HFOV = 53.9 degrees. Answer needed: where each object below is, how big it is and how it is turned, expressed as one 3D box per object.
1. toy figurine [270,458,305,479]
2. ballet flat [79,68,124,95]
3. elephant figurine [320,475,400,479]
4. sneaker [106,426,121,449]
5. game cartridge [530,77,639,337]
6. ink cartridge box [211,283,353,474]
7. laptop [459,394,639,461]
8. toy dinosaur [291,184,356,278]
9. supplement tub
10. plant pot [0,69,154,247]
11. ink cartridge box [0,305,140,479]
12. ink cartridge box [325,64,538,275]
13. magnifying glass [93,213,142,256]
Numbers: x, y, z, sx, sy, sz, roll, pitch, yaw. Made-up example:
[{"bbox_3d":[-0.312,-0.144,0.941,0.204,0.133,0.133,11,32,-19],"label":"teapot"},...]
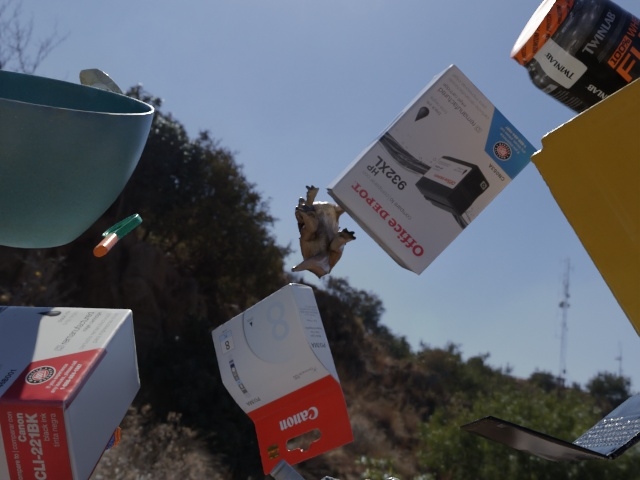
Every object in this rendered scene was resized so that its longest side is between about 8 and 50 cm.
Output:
[{"bbox_3d":[-0.091,0.531,1.143,0.148,0.213,0.209,44,28,5],"label":"toy figurine"},{"bbox_3d":[-0.373,-0.239,1.135,0.168,0.057,0.052,53,7,-18],"label":"ballet flat"},{"bbox_3d":[0.045,0.482,1.053,0.239,0.186,0.169,11,-23,-42],"label":"elephant figurine"},{"bbox_3d":[-0.451,0.310,1.050,0.221,0.083,0.087,9,11,7],"label":"sneaker"},{"bbox_3d":[0.487,-0.065,0.852,0.285,0.324,0.052,-32,-7,28],"label":"game cartridge"},{"bbox_3d":[-0.106,0.341,1.531,0.308,0.385,0.091,-32,-28,32],"label":"ink cartridge box"},{"bbox_3d":[0.366,0.245,0.920,0.264,0.137,0.234,-34,-17,-9],"label":"laptop"},{"bbox_3d":[0.000,0.000,1.261,0.127,0.296,0.200,16,-47,-5],"label":"toy dinosaur"},{"bbox_3d":[0.566,-0.345,1.251,0.338,0.207,0.207,31,-18,-2],"label":"supplement tub"},{"bbox_3d":[-0.378,-0.103,0.822,0.290,0.196,0.290,12,16,-3],"label":"plant pot"},{"bbox_3d":[-0.360,0.160,0.675,0.272,0.114,0.197,1,20,2],"label":"ink cartridge box"},{"bbox_3d":[0.195,-0.123,1.145,0.223,0.307,0.129,44,0,-6],"label":"ink cartridge box"},{"bbox_3d":[-0.446,-0.011,1.364,0.092,0.026,0.231,-28,18,5],"label":"magnifying glass"}]
